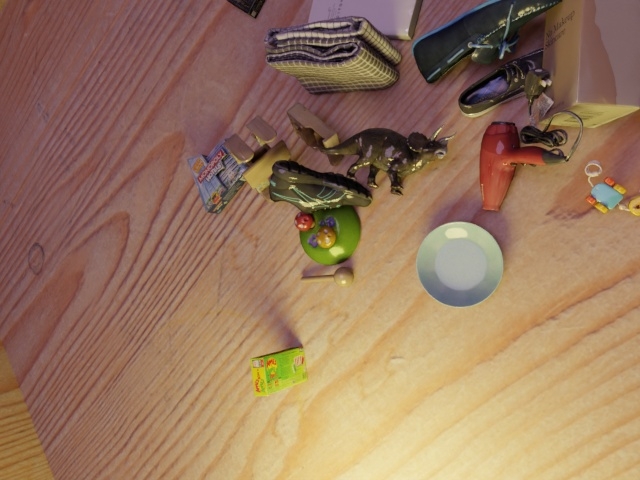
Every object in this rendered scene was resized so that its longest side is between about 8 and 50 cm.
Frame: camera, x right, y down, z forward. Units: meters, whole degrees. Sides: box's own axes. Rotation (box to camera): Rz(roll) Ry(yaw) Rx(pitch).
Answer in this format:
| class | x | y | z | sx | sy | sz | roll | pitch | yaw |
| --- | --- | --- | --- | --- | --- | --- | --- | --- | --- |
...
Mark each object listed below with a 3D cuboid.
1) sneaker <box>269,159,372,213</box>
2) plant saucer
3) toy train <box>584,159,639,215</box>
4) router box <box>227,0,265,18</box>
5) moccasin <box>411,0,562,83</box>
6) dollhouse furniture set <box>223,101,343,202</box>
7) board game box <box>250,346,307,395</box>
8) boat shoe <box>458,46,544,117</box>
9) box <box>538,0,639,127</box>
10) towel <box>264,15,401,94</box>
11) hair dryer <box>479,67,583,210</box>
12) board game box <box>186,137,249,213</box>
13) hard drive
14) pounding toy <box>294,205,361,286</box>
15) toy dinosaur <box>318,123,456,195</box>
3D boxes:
| class | x | y | z | sx | sy | sz | roll | pitch | yaw |
| --- | --- | --- | --- | --- | --- | --- | --- | --- | --- |
| sneaker | -0.001 | -0.121 | 1.171 | 0.267 | 0.101 | 0.106 | 14 | 115 | -10 |
| plant saucer | 0.317 | 0.054 | 1.055 | 0.195 | 0.037 | 0.194 | -1 | 87 | 30 |
| toy train | 0.600 | -0.108 | 0.889 | 0.166 | 0.046 | 0.125 | 2 | 92 | 28 |
| router box | -0.224 | -0.752 | 1.422 | 0.122 | 0.038 | 0.092 | 41 | 108 | 25 |
| moccasin | 0.355 | -0.435 | 0.997 | 0.342 | 0.138 | 0.116 | -3 | 107 | 58 |
| dollhouse furniture set | -0.087 | -0.218 | 1.216 | 0.242 | 0.212 | 0.161 | -42 | 63 | -7 |
| board game box | -0.105 | 0.337 | 1.207 | 0.043 | 0.181 | 0.092 | -14 | 80 | 30 |
| boat shoe | 0.403 | -0.349 | 1.003 | 0.229 | 0.076 | 0.080 | -24 | 76 | 28 |
| box | 0.514 | -0.387 | 0.880 | 0.121 | 0.148 | 0.311 | 4 | 88 | -1 |
| towel | 0.029 | -0.446 | 1.143 | 0.284 | 0.235 | 0.121 | 9 | 97 | 31 |
| hair dryer | 0.389 | -0.175 | 0.935 | 0.080 | 0.293 | 0.223 | 6 | 49 | -4 |
| board game box | -0.325 | -0.219 | 1.441 | 0.194 | 0.060 | 0.194 | -46 | 67 | 21 |
| hard drive | 0.119 | -0.636 | 1.210 | 0.308 | 0.040 | 0.203 | 18 | 96 | 30 |
| pounding toy | 0.000 | 0.000 | 1.205 | 0.183 | 0.110 | 0.236 | 0 | 87 | 31 |
| toy dinosaur | 0.156 | -0.207 | 1.123 | 0.314 | 0.121 | 0.160 | 17 | 89 | 25 |
